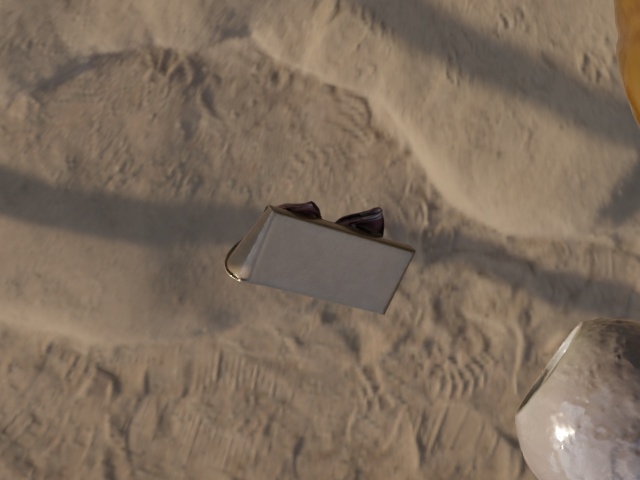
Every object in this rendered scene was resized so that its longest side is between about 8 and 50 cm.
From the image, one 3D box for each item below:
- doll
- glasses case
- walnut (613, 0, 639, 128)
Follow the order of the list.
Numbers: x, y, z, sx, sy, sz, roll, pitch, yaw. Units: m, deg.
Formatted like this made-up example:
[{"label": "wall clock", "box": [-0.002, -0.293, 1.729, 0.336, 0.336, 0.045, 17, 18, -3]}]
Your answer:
[{"label": "doll", "box": [0.279, 0.174, 0.876, 0.287, 0.151, 0.151, 34, 115, 6]}, {"label": "glasses case", "box": [0.000, 0.000, 1.228, 0.193, 0.070, 0.102, 15, 107, -37]}, {"label": "walnut", "box": [0.324, -0.106, 0.549, 0.398, 0.354, 0.308, -2, 103, -35]}]
